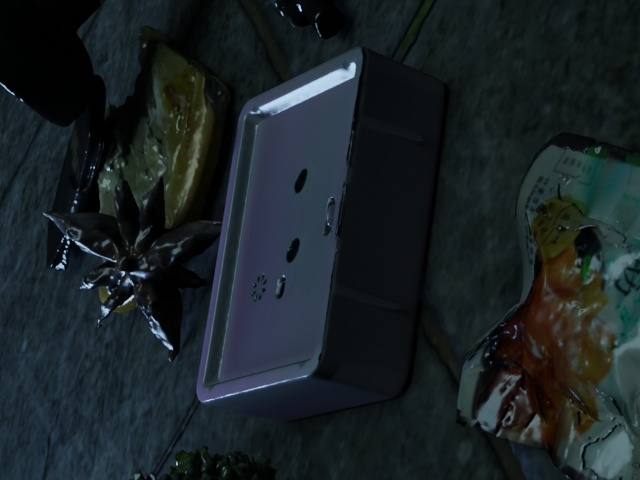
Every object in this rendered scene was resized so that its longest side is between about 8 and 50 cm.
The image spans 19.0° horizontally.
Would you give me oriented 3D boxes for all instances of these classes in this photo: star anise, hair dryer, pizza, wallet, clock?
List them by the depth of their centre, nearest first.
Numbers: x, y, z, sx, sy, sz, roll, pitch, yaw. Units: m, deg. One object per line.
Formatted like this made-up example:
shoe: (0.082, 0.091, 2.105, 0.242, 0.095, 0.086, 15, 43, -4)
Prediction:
clock: (0.000, 0.000, 1.123, 0.150, 0.063, 0.197, -20, 57, 56)
star anise: (-0.135, 0.008, 1.315, 0.124, 0.129, 0.056, -66, -14, 21)
hair dryer: (-0.123, -0.198, 1.334, 0.320, 0.156, 0.284, -40, 30, 14)
pizza: (-0.127, -0.078, 1.430, 0.181, 0.034, 0.262, -54, 32, 31)
wallet: (-0.193, -0.050, 1.509, 0.082, 0.018, 0.156, -96, 21, -45)

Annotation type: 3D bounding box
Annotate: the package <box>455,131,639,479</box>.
package: (0.137, 0.037, 0.883, 0.232, 0.040, 0.166, 28, 98, 61)

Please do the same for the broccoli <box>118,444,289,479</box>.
broccoli: (-0.124, 0.214, 1.113, 0.361, 0.221, 0.252, -131, 27, -59)
